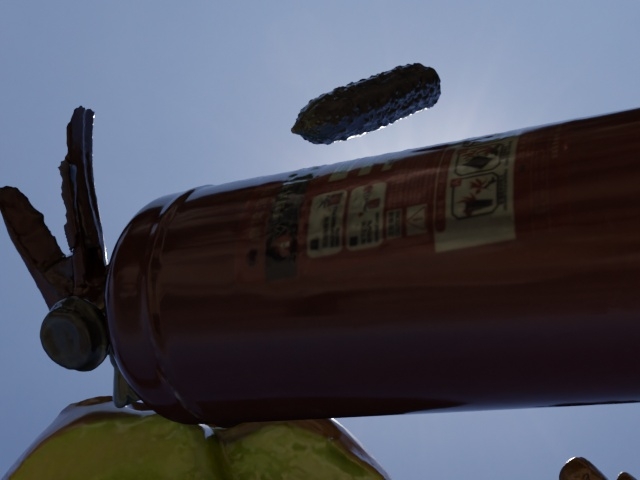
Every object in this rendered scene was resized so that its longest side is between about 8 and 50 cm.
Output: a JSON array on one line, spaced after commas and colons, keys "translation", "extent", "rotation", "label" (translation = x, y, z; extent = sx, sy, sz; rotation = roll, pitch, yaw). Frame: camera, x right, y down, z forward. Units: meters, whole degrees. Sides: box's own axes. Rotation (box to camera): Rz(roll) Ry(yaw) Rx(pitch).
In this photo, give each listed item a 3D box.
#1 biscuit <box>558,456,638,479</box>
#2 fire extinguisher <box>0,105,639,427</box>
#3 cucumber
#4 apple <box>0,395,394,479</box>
[{"translation": [0.170, 0.166, 0.543], "extent": [0.092, 0.016, 0.082], "rotation": [0, -97, 29], "label": "biscuit"}, {"translation": [0.000, 0.000, 0.391], "extent": [0.336, 0.147, 0.106], "rotation": [-7, -178, 26], "label": "fire extinguisher"}, {"translation": [0.062, -0.169, 1.211], "extent": [0.072, 0.072, 0.300], "rotation": [31, -147, 21], "label": "cucumber"}, {"translation": [-0.079, 0.272, 0.671], "extent": [0.374, 0.384, 0.374], "rotation": [16, -119, -32], "label": "apple"}]
